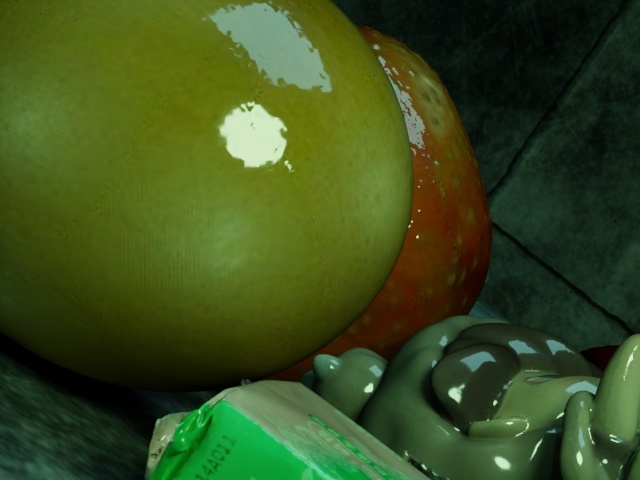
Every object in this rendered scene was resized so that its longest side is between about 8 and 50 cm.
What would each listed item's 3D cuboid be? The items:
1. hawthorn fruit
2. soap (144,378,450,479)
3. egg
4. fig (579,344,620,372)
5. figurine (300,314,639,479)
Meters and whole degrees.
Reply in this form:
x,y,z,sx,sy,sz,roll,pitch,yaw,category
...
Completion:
x,y,z,sx,sy,sz,roll,pitch,yaw,category
0.000,0.000,1.396,0.299,0.275,0.275,69,14,11,hawthorn fruit
0.038,0.188,1.040,0.273,0.098,0.218,36,12,14,soap
-0.111,-0.056,1.147,0.351,0.282,0.282,28,3,19,egg
0.284,0.227,1.895,0.204,0.186,0.249,58,-31,16,fig
0.162,0.160,1.201,0.248,0.203,0.380,26,-11,-33,figurine
